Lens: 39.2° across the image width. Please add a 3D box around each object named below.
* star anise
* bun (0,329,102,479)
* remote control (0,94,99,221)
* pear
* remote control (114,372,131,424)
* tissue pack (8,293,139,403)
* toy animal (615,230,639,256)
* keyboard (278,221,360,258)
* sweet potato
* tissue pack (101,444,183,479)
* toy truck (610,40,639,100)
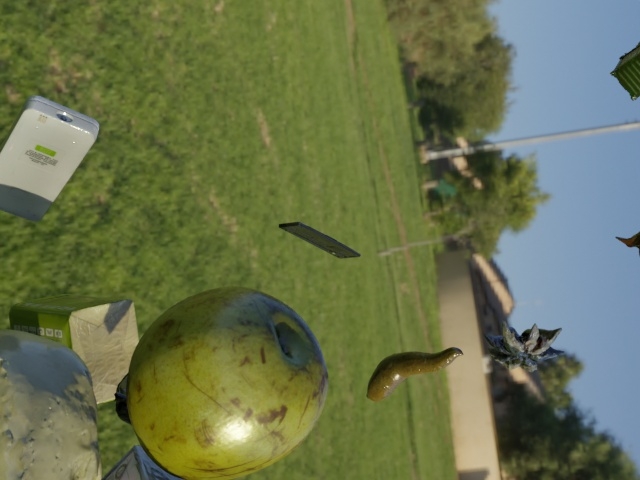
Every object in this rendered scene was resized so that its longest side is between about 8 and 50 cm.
[{"bbox_3d":[0.462,0.241,2.018,0.205,0.180,0.061,78,7,-51],"label":"star anise"},{"bbox_3d":[-0.440,0.296,1.176,0.234,0.326,0.362,32,69,-66],"label":"bun"},{"bbox_3d":[-0.400,-0.108,1.258,0.250,0.103,0.034,-40,-143,46],"label":"remote control"},{"bbox_3d":[-0.133,0.200,1.257,0.283,0.283,0.284,-8,90,-85],"label":"pear"},{"bbox_3d":[-0.275,0.263,1.606,0.399,0.144,0.062,-83,-162,-85],"label":"remote control"},{"bbox_3d":[-0.511,0.224,1.880,0.167,0.274,0.200,-10,96,-41],"label":"tissue pack"},{"bbox_3d":[0.683,0.014,1.775,0.089,0.188,0.179,9,70,-52],"label":"toy animal"},{"bbox_3d":[0.000,0.000,1.485,0.155,0.053,0.010,28,67,-41],"label":"keyboard"},{"bbox_3d":[0.158,0.240,1.689,0.059,0.249,0.069,-24,81,-55],"label":"sweet potato"},{"bbox_3d":[-0.274,0.430,1.238,0.124,0.225,0.185,39,7,-29],"label":"tissue pack"},{"bbox_3d":[0.721,-0.400,1.803,0.088,0.259,0.121,47,50,-6],"label":"toy truck"}]
